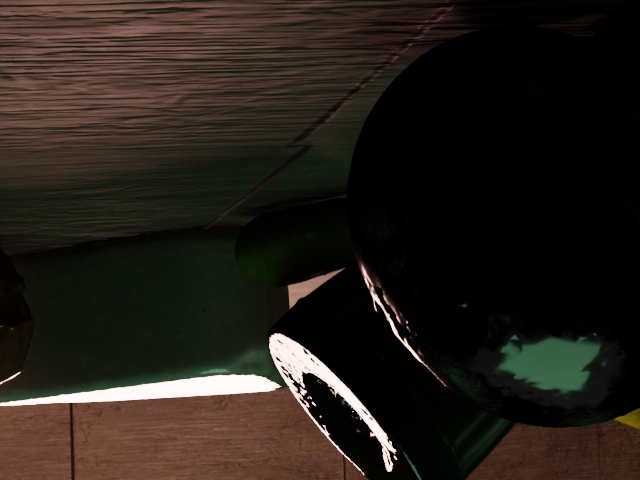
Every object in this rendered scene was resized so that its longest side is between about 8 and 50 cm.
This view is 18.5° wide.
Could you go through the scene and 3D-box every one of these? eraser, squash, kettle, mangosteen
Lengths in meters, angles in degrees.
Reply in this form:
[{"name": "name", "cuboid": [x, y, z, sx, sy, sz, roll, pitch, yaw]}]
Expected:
[{"name": "eraser", "cuboid": [-0.185, 0.083, 1.930, 0.331, 0.150, 0.331, -2, 174, 0]}, {"name": "squash", "cuboid": [0.000, 0.000, 1.643, 0.066, 0.066, 0.201, 2, 172, -42]}, {"name": "kettle", "cuboid": [0.118, 0.076, 1.689, 0.271, 0.207, 0.251, -40, 168, -14]}, {"name": "mangosteen", "cuboid": [0.138, -0.026, 0.994, 0.250, 0.211, 0.211, -36, 166, 11]}]

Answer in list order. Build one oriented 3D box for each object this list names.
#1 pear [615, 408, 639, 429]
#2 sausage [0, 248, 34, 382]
[{"name": "pear", "cuboid": [0.395, 0.120, 2.317, 0.212, 0.212, 0.269, -2, 158, -14]}, {"name": "sausage", "cuboid": [-0.378, 0.083, 1.823, 0.279, 0.152, 0.152, -13, 169, 41]}]
